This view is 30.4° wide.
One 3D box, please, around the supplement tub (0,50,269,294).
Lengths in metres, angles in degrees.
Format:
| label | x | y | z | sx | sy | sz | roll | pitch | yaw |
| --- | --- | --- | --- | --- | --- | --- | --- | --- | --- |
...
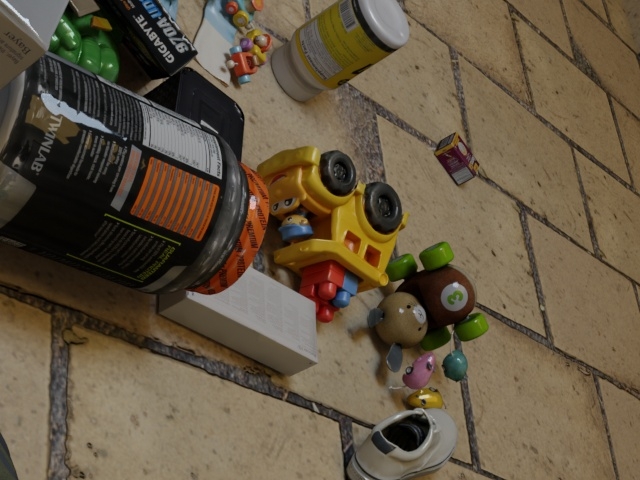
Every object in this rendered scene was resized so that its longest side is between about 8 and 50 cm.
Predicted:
| label | x | y | z | sx | sy | sz | roll | pitch | yaw |
| --- | --- | --- | --- | --- | --- | --- | --- | --- | --- |
| supplement tub | -0.235 | -0.065 | 1.303 | 0.338 | 0.207 | 0.207 | 25 | 47 | -37 |

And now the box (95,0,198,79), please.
| label | x | y | z | sx | sy | sz | roll | pitch | yaw |
| --- | --- | --- | --- | --- | --- | --- | --- | --- | --- |
| box | -0.257 | -0.313 | 1.538 | 0.220 | 0.051 | 0.175 | 53 | -10 | -15 |

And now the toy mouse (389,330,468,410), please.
| label | x | y | z | sx | sy | sz | roll | pitch | yaw |
| --- | --- | --- | --- | --- | --- | --- | --- | --- | --- |
| toy mouse | 0.179 | 0.203 | 1.785 | 0.161 | 0.143 | 0.031 | 10 | 25 | -41 |

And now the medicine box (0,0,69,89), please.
| label | x | y | z | sx | sy | sz | roll | pitch | yaw |
| --- | --- | --- | --- | --- | --- | --- | --- | --- | --- |
| medicine box | -0.379 | -0.245 | 1.181 | 0.149 | 0.289 | 0.263 | 42 | 37 | -30 |

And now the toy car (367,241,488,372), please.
| label | x | y | z | sx | sy | sz | roll | pitch | yaw |
| --- | --- | --- | --- | --- | --- | --- | --- | --- | --- |
| toy car | 0.142 | 0.115 | 1.809 | 0.188 | 0.149 | 0.155 | -33 | 99 | -47 |

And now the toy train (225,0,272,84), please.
| label | x | y | z | sx | sy | sz | roll | pitch | yaw |
| --- | --- | --- | --- | --- | --- | --- | --- | --- | --- |
| toy train | -0.113 | -0.325 | 1.825 | 0.125 | 0.046 | 0.166 | -9 | 84 | -67 |

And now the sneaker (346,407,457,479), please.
| label | x | y | z | sx | sy | sz | roll | pitch | yaw |
| --- | --- | --- | --- | --- | --- | --- | --- | --- | --- |
| sneaker | 0.139 | 0.285 | 1.683 | 0.094 | 0.091 | 0.258 | 43 | 28 | 17 |

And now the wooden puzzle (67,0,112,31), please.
| label | x | y | z | sx | sy | sz | roll | pitch | yaw |
| --- | --- | --- | --- | --- | --- | --- | --- | --- | --- |
| wooden puzzle | -0.301 | -0.302 | 1.430 | 0.116 | 0.014 | 0.078 | 59 | 18 | -2 |

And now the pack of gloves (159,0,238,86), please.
| label | x | y | z | sx | sy | sz | roll | pitch | yaw |
| --- | --- | --- | --- | --- | --- | --- | --- | --- | --- |
| pack of gloves | -0.180 | -0.377 | 1.799 | 0.195 | 0.046 | 0.232 | 39 | 38 | -31 |

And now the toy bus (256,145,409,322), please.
| label | x | y | z | sx | sy | sz | roll | pitch | yaw |
| --- | --- | --- | --- | --- | --- | --- | --- | --- | --- |
| toy bus | 0.000 | 0.000 | 1.700 | 0.220 | 0.149 | 0.211 | 35 | 56 | -33 |

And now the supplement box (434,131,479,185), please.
| label | x | y | z | sx | sy | sz | roll | pitch | yaw |
| --- | --- | --- | --- | --- | --- | --- | --- | --- | --- |
| supplement box | 0.263 | -0.157 | 2.265 | 0.083 | 0.043 | 0.055 | 52 | 32 | -17 |

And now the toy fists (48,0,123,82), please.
| label | x | y | z | sx | sy | sz | roll | pitch | yaw |
| --- | --- | --- | --- | --- | --- | --- | --- | --- | --- |
| toy fists | -0.353 | -0.284 | 1.435 | 0.279 | 0.096 | 0.142 | 45 | 36 | -27 |

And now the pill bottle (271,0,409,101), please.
| label | x | y | z | sx | sy | sz | roll | pitch | yaw |
| --- | --- | --- | --- | --- | --- | --- | --- | --- | --- |
| pill bottle | 0.028 | -0.315 | 1.894 | 0.119 | 0.208 | 0.119 | 34 | 41 | -36 |

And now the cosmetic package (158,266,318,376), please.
| label | x | y | z | sx | sy | sz | roll | pitch | yaw |
| --- | --- | --- | --- | --- | --- | --- | --- | --- | --- |
| cosmetic package | -0.104 | 0.089 | 1.536 | 0.239 | 0.060 | 0.099 | 32 | 41 | -39 |

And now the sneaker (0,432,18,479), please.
| label | x | y | z | sx | sy | sz | roll | pitch | yaw |
| --- | --- | --- | --- | --- | --- | --- | --- | --- | --- |
| sneaker | -0.271 | 0.295 | 1.083 | 0.111 | 0.121 | 0.300 | -11 | 75 | -57 |

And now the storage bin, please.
| label | x | y | z | sx | sy | sz | roll | pitch | yaw |
| --- | --- | --- | --- | --- | --- | --- | --- | --- | --- |
| storage bin | -0.176 | -0.127 | 1.578 | 0.122 | 0.084 | 0.180 | 36 | 39 | -35 |
